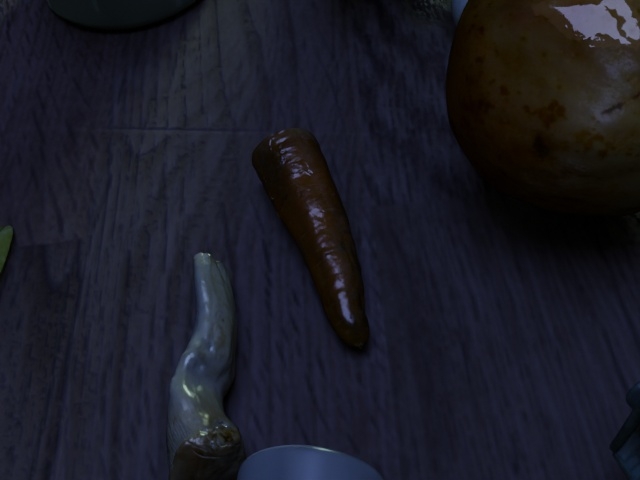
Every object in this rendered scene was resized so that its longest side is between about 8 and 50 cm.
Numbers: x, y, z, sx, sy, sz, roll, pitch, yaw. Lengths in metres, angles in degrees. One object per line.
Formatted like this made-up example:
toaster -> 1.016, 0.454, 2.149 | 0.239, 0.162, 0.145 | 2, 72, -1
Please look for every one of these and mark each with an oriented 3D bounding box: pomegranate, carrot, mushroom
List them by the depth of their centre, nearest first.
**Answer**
mushroom -> -0.081, 0.090, 0.715 | 0.054, 0.059, 0.202 | -3, 48, 2
pomegranate -> 0.216, -0.133, 0.751 | 0.248, 0.248, 0.248 | -4, 50, 5
carrot -> 0.000, 0.000, 0.786 | 0.061, 0.061, 0.210 | -18, 55, -6

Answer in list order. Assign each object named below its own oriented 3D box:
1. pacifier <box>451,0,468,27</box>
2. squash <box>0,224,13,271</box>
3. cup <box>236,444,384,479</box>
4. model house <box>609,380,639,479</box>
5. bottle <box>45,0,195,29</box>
pacifier -> 0.148, -0.296, 0.926 | 0.299, 0.244, 0.233 | -16, 80, -3
squash -> -0.385, 0.036, 0.748 | 0.236, 0.155, 0.204 | -13, 51, 1
cup -> -0.001, 0.213, 0.590 | 0.099, 0.136, 0.133 | -25, 40, 33
model house -> 0.323, 0.090, 0.562 | 0.215, 0.198, 0.224 | 25, 58, 41
bottle -> -0.231, -0.399, 0.958 | 0.229, 0.352, 0.229 | -4, 51, 4
